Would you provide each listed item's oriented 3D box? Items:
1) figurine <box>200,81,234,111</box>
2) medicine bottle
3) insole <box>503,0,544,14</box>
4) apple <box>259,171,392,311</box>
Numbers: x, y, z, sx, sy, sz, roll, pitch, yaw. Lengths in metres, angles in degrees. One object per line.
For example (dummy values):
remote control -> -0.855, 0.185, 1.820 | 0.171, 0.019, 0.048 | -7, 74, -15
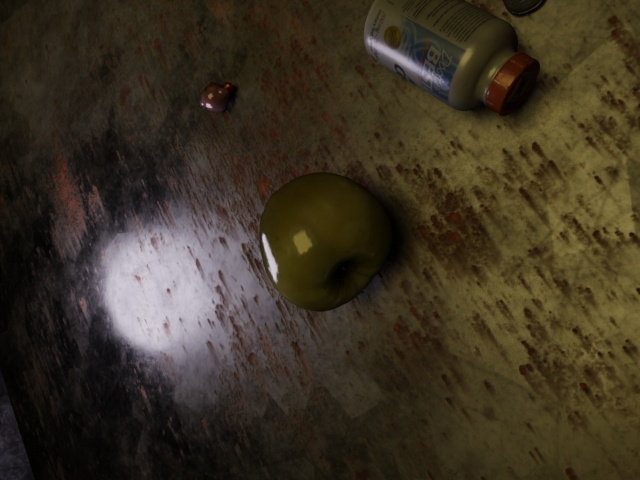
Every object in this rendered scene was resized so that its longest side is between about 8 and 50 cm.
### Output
figurine -> -0.256, -0.353, 1.254 | 0.083, 0.071, 0.067 | -5, 130, 42
medicine bottle -> 0.224, -0.326, 0.876 | 0.289, 0.157, 0.157 | 42, 113, 26
insole -> 0.322, -0.539, 0.893 | 0.110, 0.012, 0.309 | -16, 82, 32
apple -> 0.000, 0.000, 0.985 | 0.263, 0.262, 0.262 | 1, 92, 34
